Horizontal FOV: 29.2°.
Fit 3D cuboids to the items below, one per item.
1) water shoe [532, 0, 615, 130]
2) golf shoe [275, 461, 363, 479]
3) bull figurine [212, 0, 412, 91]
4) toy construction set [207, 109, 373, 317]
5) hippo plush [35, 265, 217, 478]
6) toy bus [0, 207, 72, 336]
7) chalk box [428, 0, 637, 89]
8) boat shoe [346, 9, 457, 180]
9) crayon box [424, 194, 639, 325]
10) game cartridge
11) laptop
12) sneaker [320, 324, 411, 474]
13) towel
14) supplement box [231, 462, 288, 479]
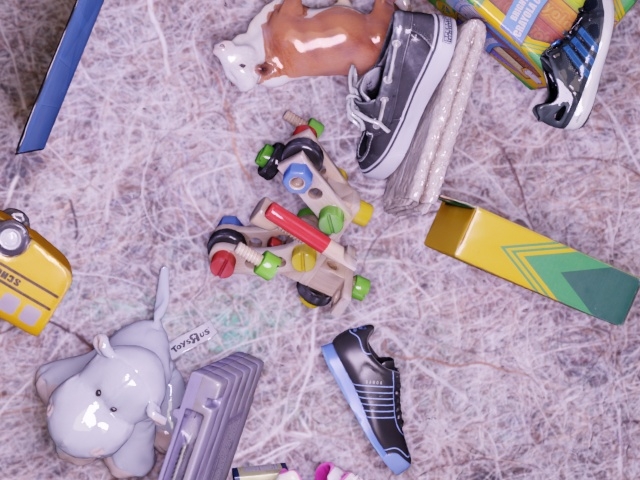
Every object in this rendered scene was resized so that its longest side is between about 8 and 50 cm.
[{"bbox_3d":[0.341,-0.252,1.661,0.080,0.073,0.203,11,92,-6],"label":"water shoe"},{"bbox_3d":[0.059,0.399,1.820,0.306,0.115,0.140,5,81,-29],"label":"golf shoe"},{"bbox_3d":[-0.005,-0.307,1.774,0.310,0.101,0.188,-2,89,-13],"label":"bull figurine"},{"bbox_3d":[0.000,0.000,1.716,0.237,0.309,0.257,33,98,-14],"label":"toy construction set"},{"bbox_3d":[-0.258,0.226,1.716,0.294,0.236,0.234,-38,98,-3],"label":"hippo plush"},{"bbox_3d":[-0.497,-0.011,1.667,0.333,0.108,0.130,32,92,-17],"label":"toy bus"},{"bbox_3d":[0.276,-0.376,1.769,0.289,0.179,0.180,39,89,-10],"label":"chalk box"},{"bbox_3d":[0.089,-0.200,1.719,0.105,0.306,0.113,9,57,-13],"label":"boat shoe"},{"bbox_3d":[0.282,0.020,1.794,0.319,0.202,0.081,23,91,-8],"label":"crayon box"},{"bbox_3d":[-0.183,0.338,1.736,0.068,0.230,0.355,19,96,7],"label":"game cartridge"},{"bbox_3d":[-0.205,-0.271,1.608,0.408,0.382,0.236,-13,97,-7],"label":"laptop"},{"bbox_3d":[0.092,0.237,1.845,0.090,0.081,0.232,-29,97,3],"label":"sneaker"},{"bbox_3d":[0.163,-0.170,1.753,0.049,0.187,0.282,19,85,-10],"label":"towel"},{"bbox_3d":[-0.087,0.383,1.845,0.083,0.056,0.083,-5,96,-8],"label":"supplement box"}]
